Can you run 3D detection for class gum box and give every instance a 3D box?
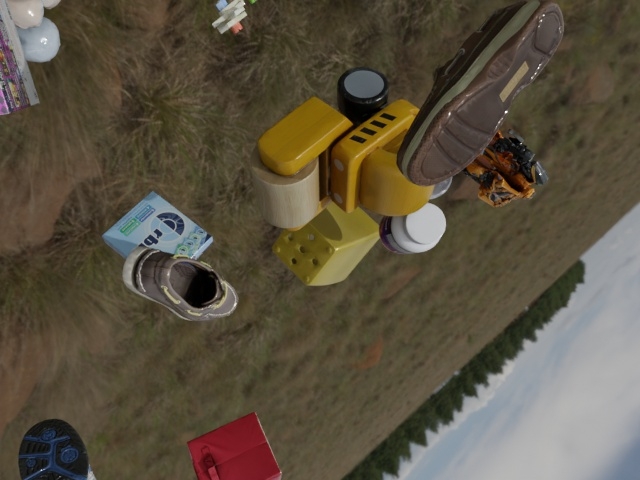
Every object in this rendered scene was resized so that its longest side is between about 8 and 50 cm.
[{"bbox_3d":[-0.367,-0.002,1.119,0.157,0.184,0.041,-49,172,-25],"label":"gum box"}]

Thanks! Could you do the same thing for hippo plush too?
[{"bbox_3d":[-0.745,-0.530,1.144,0.234,0.294,0.236,-51,178,-30],"label":"hippo plush"}]

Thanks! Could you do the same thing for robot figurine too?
[{"bbox_3d":[0.318,-0.176,1.015,0.085,0.291,0.211,-48,178,-11],"label":"robot figurine"}]

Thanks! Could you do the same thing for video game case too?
[{"bbox_3d":[-0.606,-0.362,0.920,0.041,0.210,0.232,-12,113,-12],"label":"video game case"}]

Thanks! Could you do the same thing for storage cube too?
[{"bbox_3d":[-0.231,0.610,1.321,0.193,0.184,0.215,-19,144,-22],"label":"storage cube"}]

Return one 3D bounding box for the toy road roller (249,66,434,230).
[{"bbox_3d":[0.061,-0.128,0.881,0.329,0.240,0.203,-39,155,-20],"label":"toy road roller"}]

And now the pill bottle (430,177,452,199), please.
[{"bbox_3d":[0.233,-0.147,1.224,0.119,0.119,0.208,-41,-177,-9],"label":"pill bottle"}]

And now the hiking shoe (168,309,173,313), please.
[{"bbox_3d":[-0.361,0.115,1.231,0.086,0.114,0.227,-42,-167,-29],"label":"hiking shoe"}]

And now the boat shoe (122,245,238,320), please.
[{"bbox_3d":[-0.248,0.099,0.988,0.324,0.096,0.117,47,56,-60],"label":"boat shoe"}]

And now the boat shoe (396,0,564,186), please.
[{"bbox_3d":[0.172,-0.175,0.588,0.257,0.095,0.095,-47,133,-5],"label":"boat shoe"}]

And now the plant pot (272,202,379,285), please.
[{"bbox_3d":[0.000,0.000,1.312,0.212,0.212,0.187,-53,167,32],"label":"plant pot"}]

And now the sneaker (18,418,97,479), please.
[{"bbox_3d":[-0.326,0.328,0.631,0.080,0.211,0.081,-16,145,-39],"label":"sneaker"}]

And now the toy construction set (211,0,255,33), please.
[{"bbox_3d":[-0.255,-0.707,1.255,0.151,0.328,0.215,-15,-151,15],"label":"toy construction set"}]

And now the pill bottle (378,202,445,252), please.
[{"bbox_3d":[0.193,-0.027,1.036,0.108,0.108,0.193,-42,-179,-6],"label":"pill bottle"}]
